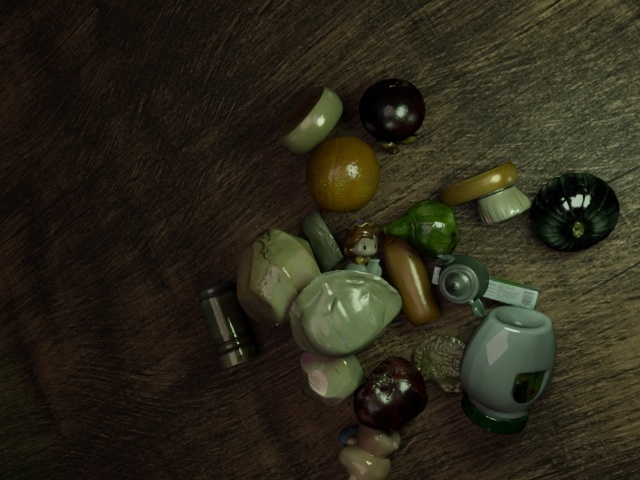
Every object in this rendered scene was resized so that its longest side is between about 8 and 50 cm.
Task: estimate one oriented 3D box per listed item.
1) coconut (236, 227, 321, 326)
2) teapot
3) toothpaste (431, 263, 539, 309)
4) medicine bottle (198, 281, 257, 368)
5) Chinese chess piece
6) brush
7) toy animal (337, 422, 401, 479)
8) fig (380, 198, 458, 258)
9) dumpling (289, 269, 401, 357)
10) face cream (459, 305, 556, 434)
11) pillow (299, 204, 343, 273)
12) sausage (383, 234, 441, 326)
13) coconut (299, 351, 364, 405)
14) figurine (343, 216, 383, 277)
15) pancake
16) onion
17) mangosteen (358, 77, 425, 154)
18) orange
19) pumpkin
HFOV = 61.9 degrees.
[{"bbox_3d":[-0.145,0.123,1.957,0.352,0.352,0.353,2,94,24],"label":"coconut"},{"bbox_3d":[0.448,0.141,1.689,0.162,0.149,0.239,-34,80,22],"label":"teapot"},{"bbox_3d":[0.544,0.151,1.774,0.336,0.081,0.067,15,99,23],"label":"toothpaste"},{"bbox_3d":[-0.377,0.340,2.158,0.151,0.151,0.323,-22,84,24],"label":"medicine bottle"},{"bbox_3d":[-0.038,-0.425,1.902,0.102,0.273,0.273,38,112,-23],"label":"Chinese chess piece"},{"bbox_3d":[0.525,-0.136,1.728,0.266,0.174,0.166,-19,94,37],"label":"brush"},{"bbox_3d":[0.187,0.756,1.915,0.221,0.210,0.230,-36,53,23],"label":"toy animal"},{"bbox_3d":[0.324,-0.030,1.763,0.235,0.203,0.203,-9,90,-14],"label":"fig"},{"bbox_3d":[0.076,0.234,1.793,0.394,0.233,0.316,-17,125,5],"label":"dumpling"},{"bbox_3d":[0.580,0.396,1.669,0.219,0.312,0.357,-133,46,-58],"label":"face cream"},{"bbox_3d":[0.000,0.000,2.002,0.230,0.050,0.148,59,139,11],"label":"pillow"},{"bbox_3d":[0.307,0.122,1.865,0.134,0.116,0.354,-28,78,34],"label":"sausage"},{"bbox_3d":[0.025,0.482,1.938,0.230,0.227,0.227,-31,80,-8],"label":"coconut"},{"bbox_3d":[0.149,0.046,1.910,0.189,0.142,0.264,7,101,57],"label":"figurine"},{"bbox_3d":[0.438,0.437,1.869,0.235,0.029,0.212,40,108,17],"label":"pancake"},{"bbox_3d":[0.237,0.537,1.834,0.221,0.280,0.281,21,103,46],"label":"onion"},{"bbox_3d":[0.243,-0.412,1.806,0.228,0.228,0.266,10,129,23],"label":"mangosteen"},{"bbox_3d":[0.076,-0.226,1.855,0.274,0.274,0.275,2,94,24],"label":"orange"},{"bbox_3d":[0.758,-0.075,1.599,0.249,0.216,0.250,10,130,12],"label":"pumpkin"}]
